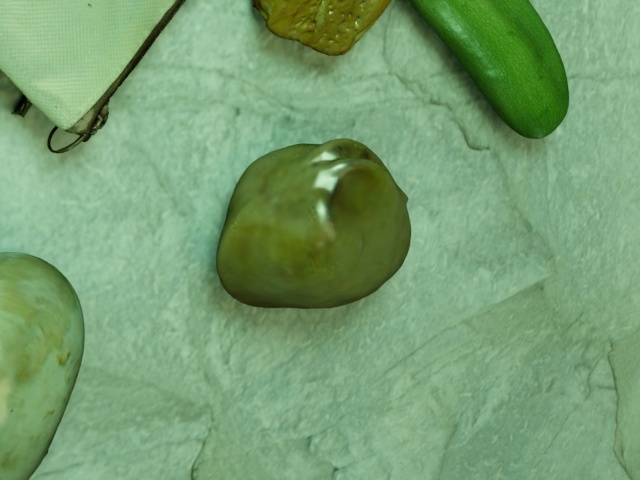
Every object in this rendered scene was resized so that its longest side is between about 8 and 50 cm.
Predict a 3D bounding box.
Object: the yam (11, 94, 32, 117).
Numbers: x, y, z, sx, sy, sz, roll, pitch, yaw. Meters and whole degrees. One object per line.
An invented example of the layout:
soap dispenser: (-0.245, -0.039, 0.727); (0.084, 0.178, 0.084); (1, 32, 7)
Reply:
yam: (-0.255, -0.161, 1.077); (0.014, 0.014, 0.107); (26, 94, -42)

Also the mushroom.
mushroom: (-0.332, 0.112, 1.039); (0.243, 0.243, 0.243); (-17, 122, -30)

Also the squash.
squash: (0.189, -0.241, 1.313); (0.107, 0.107, 0.395); (-51, 131, -5)

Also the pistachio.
pistachio: (0.000, 0.000, 1.266); (0.213, 0.163, 0.260); (-36, 146, 9)

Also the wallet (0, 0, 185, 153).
wallet: (-0.200, -0.273, 1.022); (0.335, 0.068, 0.275); (-54, 133, -13)

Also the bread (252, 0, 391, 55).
bread: (0.046, -0.303, 1.128); (0.139, 0.077, 0.271); (14, 129, -40)
